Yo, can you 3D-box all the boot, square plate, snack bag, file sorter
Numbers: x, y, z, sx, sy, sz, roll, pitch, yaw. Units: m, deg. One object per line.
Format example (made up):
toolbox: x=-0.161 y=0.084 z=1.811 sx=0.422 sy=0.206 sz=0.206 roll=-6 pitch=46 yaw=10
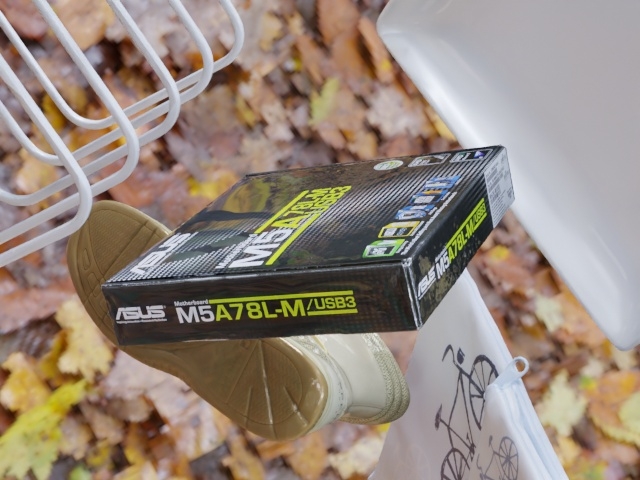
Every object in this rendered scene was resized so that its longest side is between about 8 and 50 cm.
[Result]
boot: x=-0.061 y=0.064 z=1.035 sx=0.262 sy=0.095 sz=0.203 roll=33 pitch=10 yaw=25
square plate: x=0.227 y=-0.153 z=0.922 sx=0.049 sy=0.347 sz=0.344 roll=-14 pitch=62 yaw=-44
snack bag: x=0.111 y=0.218 z=1.009 sx=0.037 sy=0.323 sz=0.342 roll=-2 pitch=43 yaw=-16
file sorter: x=-0.197 y=-0.114 z=0.846 sx=0.173 sy=0.193 sz=0.277 roll=57 pitch=30 yaw=-18

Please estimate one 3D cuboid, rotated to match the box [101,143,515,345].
box: x=0.000 y=0.000 z=0.751 sx=0.191 sy=0.184 sz=0.045 roll=-44 pitch=126 yaw=-57
